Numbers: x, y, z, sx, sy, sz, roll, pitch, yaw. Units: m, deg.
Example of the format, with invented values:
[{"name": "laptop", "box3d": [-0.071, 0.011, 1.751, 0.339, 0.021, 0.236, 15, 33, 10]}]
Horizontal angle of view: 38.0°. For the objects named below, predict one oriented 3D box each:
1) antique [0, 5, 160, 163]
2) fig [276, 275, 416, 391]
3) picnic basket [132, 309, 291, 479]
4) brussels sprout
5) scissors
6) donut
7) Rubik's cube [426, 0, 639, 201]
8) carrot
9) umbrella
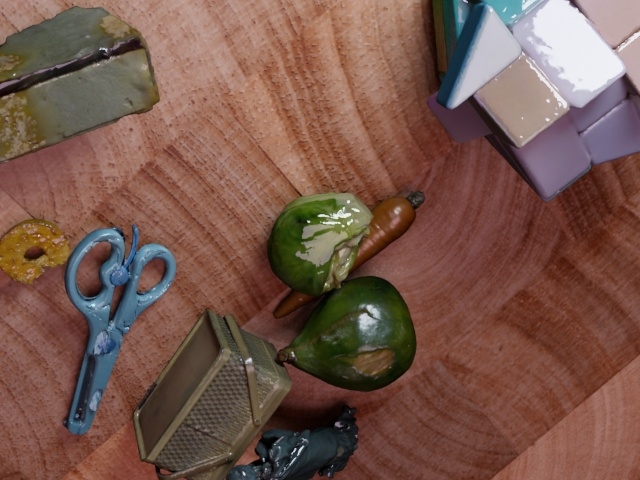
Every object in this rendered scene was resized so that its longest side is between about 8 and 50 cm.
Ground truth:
[{"name": "antique", "box3d": [-0.376, -0.200, 1.236, 0.284, 0.150, 0.125, -29, 137, -23]}, {"name": "fig", "box3d": [0.043, 0.165, 1.578, 0.245, 0.195, 0.195, -11, 116, -6]}, {"name": "picnic basket", "box3d": [-0.185, 0.268, 1.547, 0.139, 0.165, 0.266, 32, 99, -26]}, {"name": "brussels sprout", "box3d": [-0.007, -0.004, 1.502, 0.145, 0.131, 0.183, 29, 96, 8]}, {"name": "scissors", "box3d": [-0.351, 0.154, 1.502, 0.180, 0.032, 0.392, 7, 113, -34]}, {"name": "donut", "box3d": [-0.438, 0.010, 1.415, 0.108, 0.043, 0.097, -26, 121, -7]}, {"name": "Rubik's cube", "box3d": [0.326, -0.287, 1.386, 0.358, 0.387, 0.368, -39, 138, 5]}, {"name": "carrot", "box3d": [0.046, 0.025, 1.582, 0.336, 0.069, 0.069, -40, 119, 5]}, {"name": "umbrella", "box3d": [-0.049, 0.369, 1.601, 0.349, 0.094, 0.143, -4, 114, -56]}]
